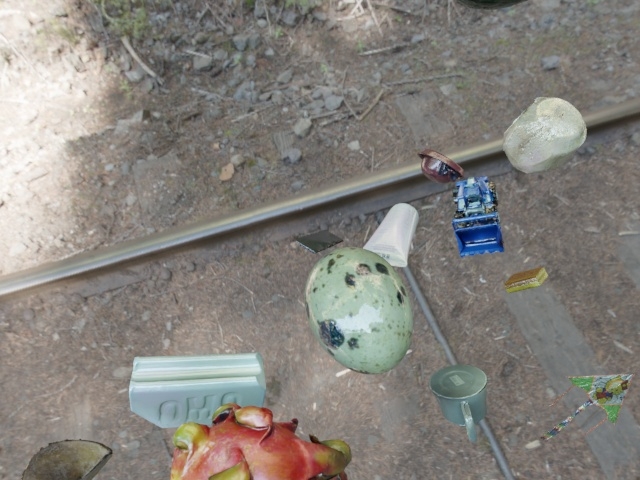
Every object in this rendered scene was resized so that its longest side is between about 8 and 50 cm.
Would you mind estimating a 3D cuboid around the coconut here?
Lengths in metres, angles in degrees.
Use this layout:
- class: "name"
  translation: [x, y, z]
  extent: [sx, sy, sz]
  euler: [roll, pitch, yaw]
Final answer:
- class: "coconut"
  translation: [0.343, -0.161, 0.658]
  extent: [0.110, 0.124, 0.110]
  euler: [1, 71, -2]

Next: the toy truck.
- class: "toy truck"
  translation: [0.403, -0.069, 1.078]
  extent: [0.113, 0.126, 0.208]
  euler: [-10, 59, 24]

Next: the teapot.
- class: "teapot"
  translation: [0.408, 0.470, 1.201]
  extent: [0.163, 0.239, 0.148]
  euler: [-13, 104, 8]

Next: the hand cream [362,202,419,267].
- class: "hand cream"
  translation: [0.271, -0.012, 1.551]
  extent: [0.186, 0.117, 0.358]
  euler: [10, 36, 23]

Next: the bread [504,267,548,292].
- class: "bread"
  translation: [0.576, 0.111, 1.170]
  extent: [0.090, 0.094, 0.035]
  euler: [-24, 89, -45]

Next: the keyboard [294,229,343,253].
- class: "keyboard"
  translation: [-0.001, 0.002, 1.182]
  extent: [0.074, 0.196, 0.015]
  euler: [26, 109, 19]

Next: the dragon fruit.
- class: "dragon fruit"
  translation: [-0.092, 0.382, 0.667]
  extent: [0.243, 0.307, 0.227]
  euler: [-1, 73, 30]

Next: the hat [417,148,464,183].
- class: "hat"
  translation: [0.440, -0.266, 1.561]
  extent: [0.205, 0.205, 0.089]
  euler: [36, 100, 15]

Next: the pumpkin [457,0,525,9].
- class: "pumpkin"
  translation: [0.324, -0.537, 0.693]
  extent: [0.264, 0.292, 0.196]
  euler: [14, 44, -1]

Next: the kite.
- class: "kite"
  translation: [0.578, 0.365, 0.917]
  extent: [0.198, 0.006, 0.244]
  euler: [38, 108, -15]

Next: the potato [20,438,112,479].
- class: "potato"
  translation: [-0.568, 0.510, 0.879]
  extent: [0.120, 0.261, 0.100]
  euler: [34, 87, 3]

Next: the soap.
- class: "soap"
  translation: [-0.279, 0.350, 0.971]
  extent: [0.290, 0.172, 0.095]
  euler: [3, 37, -16]

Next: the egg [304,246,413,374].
- class: "egg"
  translation: [0.102, 0.186, 1.153]
  extent: [0.288, 0.287, 0.379]
  euler: [-9, 41, -5]
